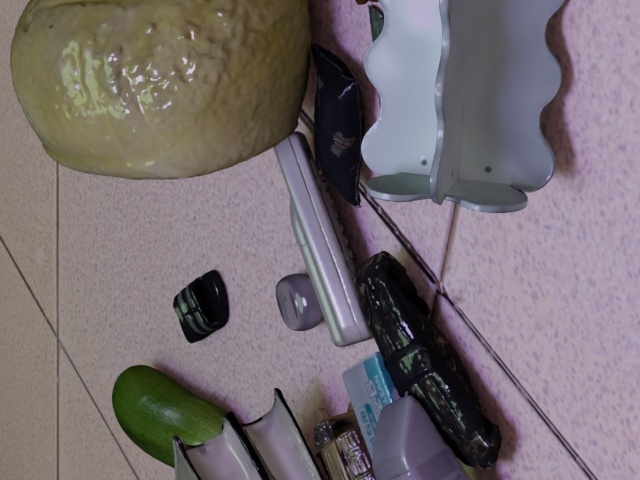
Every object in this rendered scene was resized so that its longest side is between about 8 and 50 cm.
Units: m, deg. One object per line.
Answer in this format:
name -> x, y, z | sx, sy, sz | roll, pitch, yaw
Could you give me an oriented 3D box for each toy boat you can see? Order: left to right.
toy boat -> 0.059, 0.279, 1.890 | 0.088, 0.068, 0.226 | -48, 60, 54

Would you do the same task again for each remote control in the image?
remote control -> 0.001, -0.001, 1.833 | 0.090, 0.049, 0.230 | 21, -131, -79

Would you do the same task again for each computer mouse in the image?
computer mouse -> -0.019, 0.068, 1.966 | 0.096, 0.039, 0.066 | 162, 93, -73

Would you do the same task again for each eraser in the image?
eraser -> 0.094, 0.223, 1.799 | 0.095, 0.052, 0.225 | -40, 69, 62
eraser -> 0.147, 0.316, 1.677 | 0.352, 0.061, 0.089 | 59, 154, 3

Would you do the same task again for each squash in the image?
squash -> -0.199, 0.252, 2.382 | 0.395, 0.107, 0.107 | 20, 123, 60

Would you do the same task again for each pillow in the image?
pillow -> 0.018, -0.117, 1.757 | 0.090, 0.048, 0.150 | -105, 12, -55

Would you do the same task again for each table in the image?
table -> 0.115, -0.140, 1.425 | 0.166, 0.166, 0.198 | 32, 125, 56

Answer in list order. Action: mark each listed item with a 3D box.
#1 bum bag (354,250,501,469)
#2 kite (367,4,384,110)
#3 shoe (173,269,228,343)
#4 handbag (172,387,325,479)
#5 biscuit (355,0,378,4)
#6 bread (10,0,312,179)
bum bag -> 0.101, 0.124, 1.703 | 0.248, 0.069, 0.102 | 61, 147, 25
kite -> 0.095, -0.145, 1.621 | 0.229, 0.012, 0.250 | 59, 151, 33
shoe -> -0.168, 0.096, 2.287 | 0.071, 0.049, 0.179 | 68, 155, 12
handbag -> -0.071, 0.360, 2.054 | 0.237, 0.160, 0.358 | 58, 163, 21
biscuit -> 0.051, -0.260, 1.643 | 0.092, 0.016, 0.082 | 27, 123, 57
bread -> -0.158, -0.201, 1.781 | 0.320, 0.320, 0.237 | 25, 132, 59
